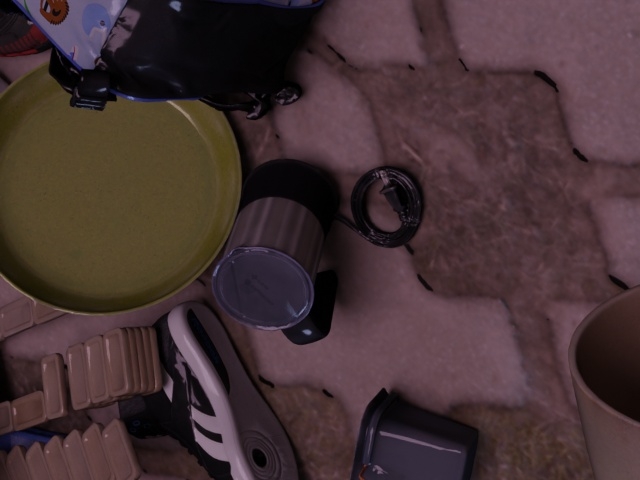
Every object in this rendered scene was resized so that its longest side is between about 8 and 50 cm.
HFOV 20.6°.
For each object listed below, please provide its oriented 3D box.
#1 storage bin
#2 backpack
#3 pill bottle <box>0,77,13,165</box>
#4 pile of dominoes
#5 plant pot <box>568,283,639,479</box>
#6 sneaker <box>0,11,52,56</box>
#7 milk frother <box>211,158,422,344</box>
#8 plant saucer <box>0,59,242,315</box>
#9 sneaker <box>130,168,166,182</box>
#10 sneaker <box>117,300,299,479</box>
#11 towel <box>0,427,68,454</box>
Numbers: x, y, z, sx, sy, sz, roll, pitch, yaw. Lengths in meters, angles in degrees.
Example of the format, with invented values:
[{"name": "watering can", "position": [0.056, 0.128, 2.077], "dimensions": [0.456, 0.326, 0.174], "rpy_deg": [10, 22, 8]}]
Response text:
[{"name": "storage bin", "position": [0.075, 0.204, 1.476], "dimensions": [0.091, 0.098, 0.135], "rpy_deg": [13, 104, 14]}, {"name": "backpack", "position": [-0.152, -0.235, 1.430], "dimensions": [0.263, 0.276, 0.213], "rpy_deg": [33, 107, 26]}, {"name": "pill bottle", "position": [-0.383, -0.048, 1.643], "dimensions": [0.245, 0.130, 0.130], "rpy_deg": [-44, 78, 25]}, {"name": "pile of dominoes", "position": [-0.233, 0.142, 1.613], "dimensions": [0.251, 0.040, 0.196], "rpy_deg": [-21, 73, 47]}, {"name": "plant pot", "position": [0.313, 0.197, 1.281], "dimensions": [0.256, 0.256, 0.274], "rpy_deg": [7, 118, 26]}, {"name": "sneaker", "position": [-0.356, -0.223, 1.599], "dimensions": [0.276, 0.135, 0.098], "rpy_deg": [15, 103, 23]}, {"name": "milk frother", "position": [0.000, 0.000, 1.451], "dimensions": [0.129, 0.135, 0.143], "rpy_deg": [42, 122, -19]}, {"name": "plant saucer", "position": [-0.188, -0.048, 1.538], "dimensions": [0.241, 0.037, 0.241], "rpy_deg": [0, 75, -1]}, {"name": "sneaker", "position": [-0.185, -0.045, 1.593], "dimensions": [0.109, 0.040, 0.044], "rpy_deg": [3, 102, 27]}, {"name": "sneaker", "position": [-0.107, 0.173, 1.575], "dimensions": [0.121, 0.079, 0.217], "rpy_deg": [-34, 74, 31]}, {"name": "towel", "position": [-0.335, 0.308, 1.734], "dimensions": [0.209, 0.034, 0.285], "rpy_deg": [11, 103, 25]}]
